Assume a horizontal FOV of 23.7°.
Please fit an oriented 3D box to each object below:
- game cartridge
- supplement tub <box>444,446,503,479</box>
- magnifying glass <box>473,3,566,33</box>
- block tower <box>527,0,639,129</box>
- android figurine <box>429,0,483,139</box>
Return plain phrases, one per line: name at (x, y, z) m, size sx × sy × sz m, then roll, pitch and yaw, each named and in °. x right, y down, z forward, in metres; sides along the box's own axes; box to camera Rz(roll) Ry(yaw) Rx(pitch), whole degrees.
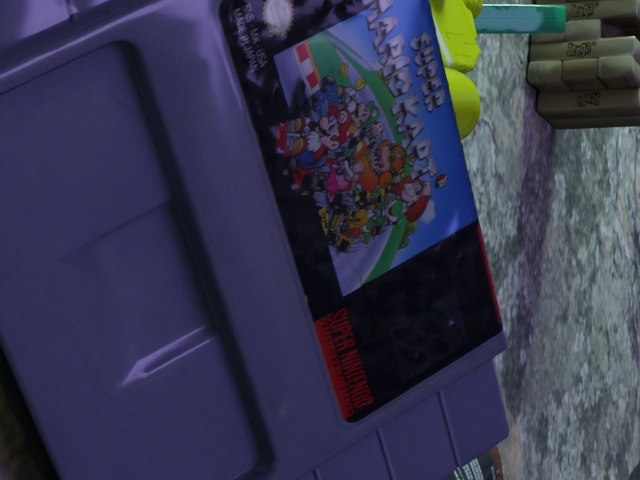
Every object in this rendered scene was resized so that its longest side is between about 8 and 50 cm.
game cartridge at (-0.039, -0.006, 0.658) m, size 0.230 × 0.068 × 0.355 m, roll -27°, pitch 121°, yaw -18°
supplement tub at (0.022, 0.156, 0.850) m, size 0.198 × 0.106 × 0.106 m, roll -22°, pitch 110°, yaw -61°
magnifying glass at (0.082, -0.144, 0.995) m, size 0.231 × 0.092 × 0.026 m, roll -8°, pitch 102°, yaw -52°
block tower at (0.242, -0.268, 1.280) m, size 0.091 × 0.097 × 0.335 m, roll 24°, pitch 68°, yaw -62°
android figurine at (0.009, -0.160, 0.798) m, size 0.273 × 0.056 × 0.248 m, roll -3°, pitch 69°, yaw -59°
